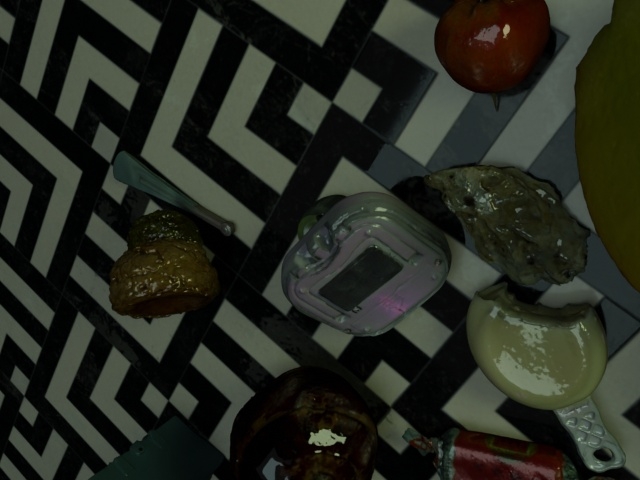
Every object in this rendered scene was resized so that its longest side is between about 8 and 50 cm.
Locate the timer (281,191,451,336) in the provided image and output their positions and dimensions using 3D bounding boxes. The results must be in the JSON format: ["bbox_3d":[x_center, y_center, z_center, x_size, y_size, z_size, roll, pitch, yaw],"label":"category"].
[{"bbox_3d":[0.060,0.041,0.715,0.190,0.069,0.208,30,123,-25],"label":"timer"}]

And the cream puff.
[{"bbox_3d":[-0.264,0.030,0.890,0.183,0.183,0.169,-23,70,29],"label":"cream puff"}]

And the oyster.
[{"bbox_3d":[0.236,-0.025,0.658,0.132,0.072,0.209,-33,87,32],"label":"oyster"}]

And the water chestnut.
[{"bbox_3d":[-0.023,0.301,0.806,0.223,0.238,0.224,-1,93,-13],"label":"water chestnut"}]

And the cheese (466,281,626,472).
[{"bbox_3d":[0.282,0.177,0.680,0.163,0.070,0.249,-9,98,28],"label":"cheese"}]

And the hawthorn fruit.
[{"bbox_3d":[0.193,-0.222,0.607,0.125,0.125,0.140,11,104,25],"label":"hawthorn fruit"}]

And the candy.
[{"bbox_3d":[0.251,0.313,0.733,0.291,0.059,0.086,3,101,26],"label":"candy"}]

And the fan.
[{"bbox_3d":[-0.259,-0.083,0.927,0.281,0.023,0.057,27,104,20],"label":"fan"}]

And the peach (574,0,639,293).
[{"bbox_3d":[0.416,-0.063,0.441,0.305,0.242,0.381,-14,57,2],"label":"peach"}]

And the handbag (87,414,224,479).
[{"bbox_3d":[-0.290,0.415,0.941,0.144,0.221,0.057,40,117,12],"label":"handbag"}]

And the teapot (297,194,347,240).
[{"bbox_3d":[0.008,0.000,0.768,0.092,0.090,0.124,6,103,27],"label":"teapot"}]
